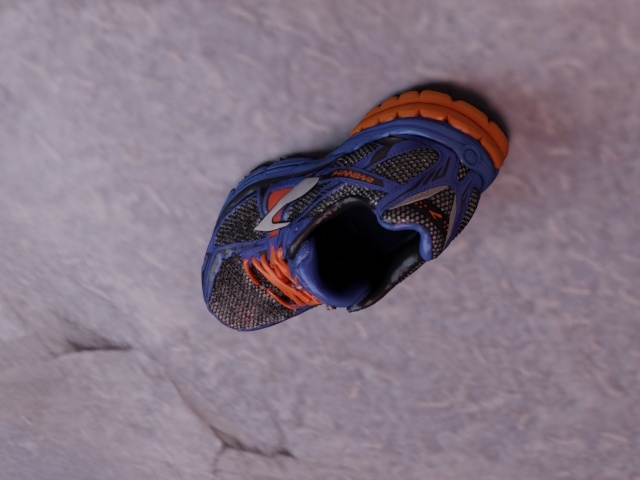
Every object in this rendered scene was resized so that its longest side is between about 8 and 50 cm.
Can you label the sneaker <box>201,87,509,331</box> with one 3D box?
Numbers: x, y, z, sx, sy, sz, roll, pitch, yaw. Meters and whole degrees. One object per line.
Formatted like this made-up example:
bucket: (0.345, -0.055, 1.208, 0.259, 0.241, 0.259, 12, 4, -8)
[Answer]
sneaker: (0.000, 0.000, 0.747, 0.083, 0.087, 0.221, 37, 139, -15)
